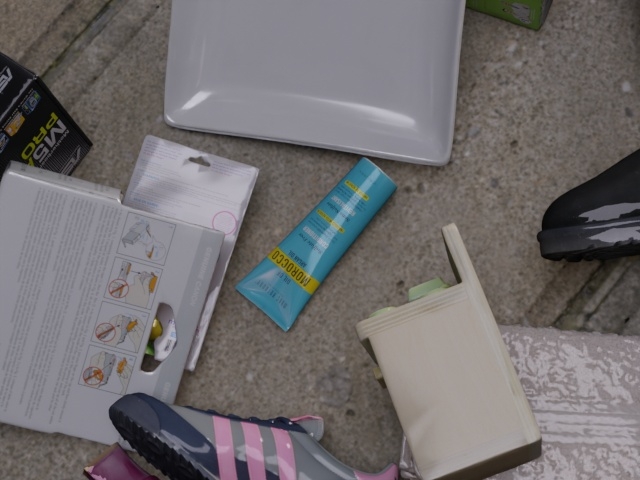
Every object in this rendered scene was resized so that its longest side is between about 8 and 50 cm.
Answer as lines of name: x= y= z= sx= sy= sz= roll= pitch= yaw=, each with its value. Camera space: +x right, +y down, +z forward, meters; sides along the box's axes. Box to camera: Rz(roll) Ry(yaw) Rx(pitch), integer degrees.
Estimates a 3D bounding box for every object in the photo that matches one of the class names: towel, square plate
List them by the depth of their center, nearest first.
towel: x=0.228 y=0.181 z=1.420 sx=0.282 sy=0.049 sz=0.187 roll=3 pitch=76 yaw=7
square plate: x=-0.001 y=-0.277 z=1.494 sx=0.344 sy=0.049 sz=0.347 roll=10 pitch=105 yaw=15

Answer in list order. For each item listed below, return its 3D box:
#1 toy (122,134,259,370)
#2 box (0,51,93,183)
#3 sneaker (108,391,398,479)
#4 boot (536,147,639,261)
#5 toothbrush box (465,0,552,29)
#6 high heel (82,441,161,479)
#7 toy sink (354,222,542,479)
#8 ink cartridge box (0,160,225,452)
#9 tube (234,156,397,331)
toy: x=-0.167 y=0.015 z=1.503 sx=0.137 sy=0.056 sz=0.237 roll=17 pitch=82 yaw=6
box: x=-0.377 y=-0.050 z=1.459 sx=0.060 sy=0.216 sz=0.270 roll=33 pitch=80 yaw=15
sneaker: x=-0.067 y=0.227 z=1.416 sx=0.319 sy=0.112 sz=0.131 roll=29 pitch=64 yaw=6
boot: x=0.374 y=-0.217 z=1.437 sx=0.367 sy=0.146 sz=0.445 roll=-9 pitch=83 yaw=-6
toothbrush box: x=0.161 y=-0.398 z=1.549 sx=0.283 sy=0.122 sz=0.206 roll=21 pitch=78 yaw=13
high heel: x=-0.264 y=0.333 z=1.405 sx=0.244 sy=0.082 sz=0.117 roll=-41 pitch=84 yaw=-21
toy sink: x=0.120 y=0.124 z=1.346 sx=0.131 sy=0.153 sz=0.234 roll=-21 pitch=73 yaw=3
ink cartridge box: x=-0.256 y=0.077 z=1.441 sx=0.239 sy=0.060 sz=0.275 roll=15 pitch=102 yaw=-12
tube: x=0.000 y=0.000 z=1.497 sx=0.080 sy=0.052 sz=0.207 roll=40 pitch=88 yaw=24
